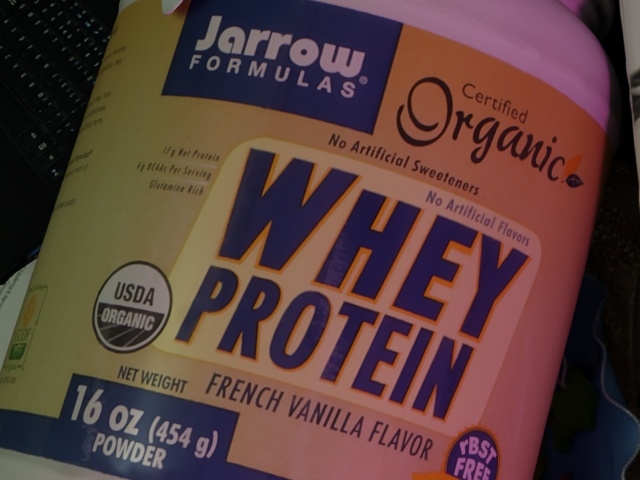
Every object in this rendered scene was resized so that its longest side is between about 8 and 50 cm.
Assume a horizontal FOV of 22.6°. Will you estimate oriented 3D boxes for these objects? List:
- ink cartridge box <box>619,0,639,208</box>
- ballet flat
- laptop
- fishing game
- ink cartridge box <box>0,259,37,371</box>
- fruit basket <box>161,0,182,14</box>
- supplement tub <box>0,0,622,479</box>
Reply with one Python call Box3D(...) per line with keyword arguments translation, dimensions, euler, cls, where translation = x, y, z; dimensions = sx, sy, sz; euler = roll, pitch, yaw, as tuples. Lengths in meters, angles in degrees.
Box3D(translation=(0.279, -0.042, 0.599), dimensions=(0.285, 0.166, 0.395), euler=(-10, 81, 41), cls="ink cartridge box")
Box3D(translation=(0.158, 0.062, 0.775), dimensions=(0.067, 0.073, 0.206), euler=(-5, 88, 27), cls="ballet flat")
Box3D(translation=(-0.151, -0.145, 0.872), dimensions=(0.264, 0.136, 0.234), euler=(-38, 42, -6), cls="laptop")
Box3D(translation=(0.096, 0.094, 0.768), dimensions=(0.264, 0.041, 0.189), euler=(151, 121, -68), cls="fishing game")
Box3D(translation=(-0.101, 0.098, 0.941), dimensions=(0.273, 0.114, 0.197), euler=(45, 117, 20), cls="ink cartridge box")
Box3D(translation=(-0.007, -0.315, 0.588), dimensions=(0.327, 0.165, 0.353), euler=(-37, 48, 41), cls="fruit basket")
Box3D(translation=(0.000, 0.000, 0.693), dimensions=(0.228, 0.228, 0.316), euler=(4, 73, 43), cls="supplement tub")
